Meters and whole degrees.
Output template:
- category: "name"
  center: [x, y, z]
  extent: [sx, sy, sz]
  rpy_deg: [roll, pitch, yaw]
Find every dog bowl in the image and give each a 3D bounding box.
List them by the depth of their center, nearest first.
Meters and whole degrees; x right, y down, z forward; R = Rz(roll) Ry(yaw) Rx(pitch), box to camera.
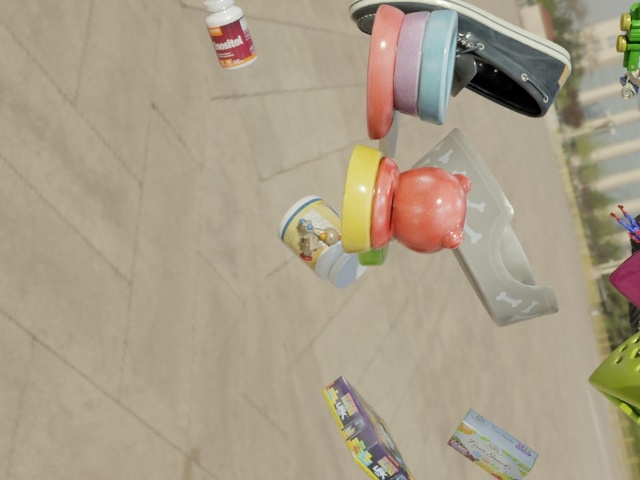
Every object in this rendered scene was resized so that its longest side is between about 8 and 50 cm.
- category: "dog bowl"
  center: [0.265, -0.011, 1.519]
  extent: [0.349, 0.102, 0.349]
  rpy_deg: [60, 6, -10]

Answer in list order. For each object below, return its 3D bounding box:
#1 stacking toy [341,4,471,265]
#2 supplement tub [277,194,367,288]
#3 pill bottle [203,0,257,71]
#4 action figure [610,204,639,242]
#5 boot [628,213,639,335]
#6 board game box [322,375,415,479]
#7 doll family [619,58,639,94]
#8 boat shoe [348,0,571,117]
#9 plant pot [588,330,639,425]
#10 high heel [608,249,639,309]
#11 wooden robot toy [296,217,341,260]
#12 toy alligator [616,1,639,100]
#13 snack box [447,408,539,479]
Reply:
- category: "stacking toy"
  center: [0.120, -0.104, 1.090]
  extent: [0.279, 0.130, 0.309]
  rpy_deg: [66, 32, -72]
- category: "supplement tub"
  center: [0.012, 0.004, 2.140]
  extent: [0.199, 0.144, 0.144]
  rpy_deg: [42, 2, 25]
- category: "pill bottle"
  center: [-0.199, -0.452, 1.979]
  extent: [0.086, 0.086, 0.152]
  rpy_deg: [-76, 151, -59]
- category: "action figure"
  center: [0.657, -0.026, 1.914]
  extent: [0.115, 0.038, 0.030]
  rpy_deg: [39, 6, -22]
- category: "boot"
  center: [0.824, 0.114, 2.093]
  extent: [0.260, 0.131, 0.348]
  rpy_deg: [21, 68, -44]
- category: "board game box"
  center: [0.079, 0.317, 1.466]
  extent: [0.141, 0.048, 0.170]
  rpy_deg: [52, 4, -35]
- category: "doll family"
  center: [0.678, -0.308, 1.668]
  extent: [0.263, 0.163, 0.118]
  rpy_deg: [53, 4, 34]
- category: "boat shoe"
  center: [0.292, -0.397, 1.943]
  extent: [0.187, 0.500, 0.156]
  rpy_deg: [146, -38, -75]
- category: "plant pot"
  center: [0.604, 0.228, 1.429]
  extent: [0.228, 0.207, 0.227]
  rpy_deg: [39, -4, -13]
- category: "high heel"
  center: [0.499, 0.161, 1.083]
  extent: [0.377, 0.181, 0.127]
  rpy_deg: [66, 24, 1]
- category: "wooden robot toy"
  center: [0.000, 0.000, 1.795]
  extent: [0.173, 0.079, 0.076]
  rpy_deg: [-138, -128, -78]
- category: "toy alligator"
  center: [0.511, -0.321, 1.488]
  extent: [0.051, 0.056, 0.190]
  rpy_deg: [-80, 169, -45]
- category: "snack box"
  center: [0.303, 0.369, 1.614]
  extent: [0.037, 0.141, 0.100]
  rpy_deg: [-48, 164, -36]
